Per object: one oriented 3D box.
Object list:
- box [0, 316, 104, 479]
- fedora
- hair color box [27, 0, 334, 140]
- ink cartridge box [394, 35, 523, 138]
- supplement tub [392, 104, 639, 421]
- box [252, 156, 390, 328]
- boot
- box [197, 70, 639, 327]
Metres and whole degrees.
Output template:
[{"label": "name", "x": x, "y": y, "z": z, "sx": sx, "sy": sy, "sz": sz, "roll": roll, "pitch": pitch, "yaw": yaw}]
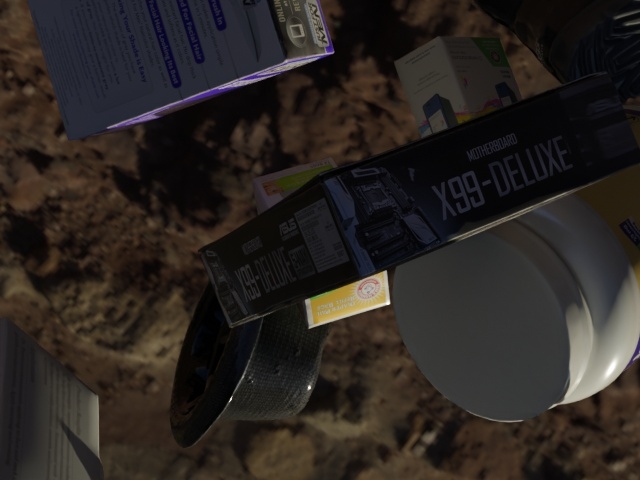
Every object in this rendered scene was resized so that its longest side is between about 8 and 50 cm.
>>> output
[{"label": "box", "x": -0.267, "y": 0.186, "z": 1.030, "sx": 0.182, "sy": 0.181, "sz": 0.119, "roll": -30, "pitch": 128, "yaw": 15}, {"label": "fedora", "x": -0.085, "y": 0.151, "z": 1.870, "sx": 0.152, "sy": 0.334, "sz": 0.334, "roll": 20, "pitch": 98, "yaw": -14}, {"label": "hair color box", "x": -0.166, "y": -0.248, "z": 1.592, "sx": 0.110, "sy": 0.338, "sz": 0.185, "roll": -20, "pitch": 94, "yaw": -53}, {"label": "ink cartridge box", "x": 0.212, "y": -0.171, "z": 1.934, "sx": 0.154, "sy": 0.093, "sz": 0.212, "roll": -7, "pitch": 76, "yaw": -48}, {"label": "supplement tub", "x": 0.252, "y": 0.019, "z": 1.402, "sx": 0.331, "sy": 0.241, "sz": 0.241, "roll": -30, "pitch": 124, "yaw": -42}, {"label": "box", "x": 0.000, "y": 0.000, "z": 1.743, "sx": 0.114, "sy": 0.203, "sz": 0.103, "roll": -16, "pitch": 128, "yaw": -10}, {"label": "boot", "x": 0.311, "y": -0.357, "z": 1.534, "sx": 0.367, "sy": 0.445, "sz": 0.146, "roll": -25, "pitch": 130, "yaw": -9}, {"label": "box", "x": 0.064, "y": -0.024, "z": 1.079, "sx": 0.242, "sy": 0.307, "sz": 0.077, "roll": -22, "pitch": 88, "yaw": -22}]
